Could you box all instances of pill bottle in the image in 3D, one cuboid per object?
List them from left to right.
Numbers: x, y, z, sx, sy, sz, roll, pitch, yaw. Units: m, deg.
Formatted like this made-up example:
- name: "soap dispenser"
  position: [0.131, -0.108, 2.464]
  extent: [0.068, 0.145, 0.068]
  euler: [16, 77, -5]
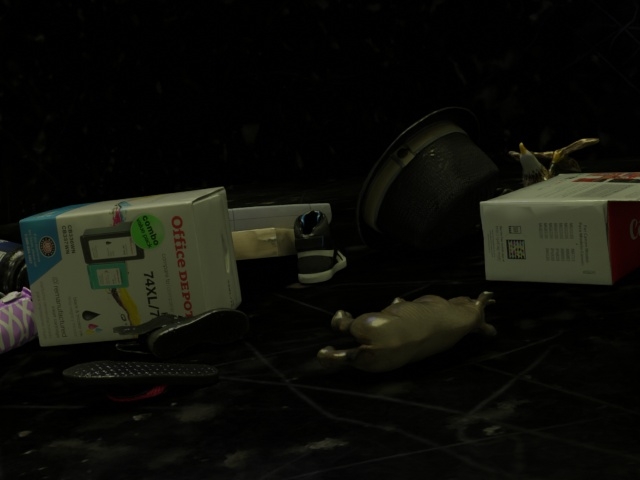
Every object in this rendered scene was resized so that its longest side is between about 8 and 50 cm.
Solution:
- name: "pill bottle"
  position: [-0.584, 0.063, 1.748]
  extent: [0.219, 0.122, 0.123]
  euler: [11, 15, 24]

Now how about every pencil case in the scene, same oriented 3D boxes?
- name: "pencil case"
  position: [-0.498, 0.132, 1.361]
  extent: [0.086, 0.088, 0.206]
  euler: [32, 25, 16]

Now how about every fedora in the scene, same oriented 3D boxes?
- name: "fedora"
  position: [0.230, -0.089, 1.821]
  extent: [0.334, 0.334, 0.152]
  euler: [-15, 44, -42]

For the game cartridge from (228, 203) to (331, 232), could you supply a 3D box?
- name: "game cartridge"
  position: [-0.138, -0.039, 1.950]
  extent: [0.297, 0.062, 0.198]
  euler: [-5, 3, -29]

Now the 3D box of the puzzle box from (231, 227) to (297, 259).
- name: "puzzle box"
  position: [-0.165, 0.014, 1.812]
  extent: [0.272, 0.052, 0.409]
  euler: [-5, -1, 10]

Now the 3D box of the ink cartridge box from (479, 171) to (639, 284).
- name: "ink cartridge box"
  position: [0.443, -0.025, 1.470]
  extent: [0.272, 0.130, 0.309]
  euler: [1, 12, 38]

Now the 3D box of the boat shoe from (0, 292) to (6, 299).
- name: "boat shoe"
  position: [-0.586, 0.121, 1.445]
  extent: [0.103, 0.118, 0.320]
  euler: [-11, 1, 3]

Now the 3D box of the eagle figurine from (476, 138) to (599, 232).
- name: "eagle figurine"
  position: [0.452, -0.098, 1.944]
  extent: [0.226, 0.225, 0.298]
  euler: [-50, 15, 38]

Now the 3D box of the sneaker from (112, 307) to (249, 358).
- name: "sneaker"
  position: [-0.191, 0.122, 1.288]
  extent: [0.170, 0.051, 0.089]
  euler: [-15, 15, -26]

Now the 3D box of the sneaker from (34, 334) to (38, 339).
- name: "sneaker"
  position: [-0.470, 0.126, 1.488]
  extent: [0.135, 0.058, 0.052]
  euler: [0, 11, 38]

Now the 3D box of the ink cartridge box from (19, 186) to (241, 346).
- name: "ink cartridge box"
  position: [-0.283, 0.036, 1.451]
  extent: [0.270, 0.198, 0.197]
  euler: [-7, 7, 10]

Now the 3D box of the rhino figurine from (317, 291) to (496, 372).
- name: "rhino figurine"
  position: [0.120, 0.100, 1.092]
  extent: [0.243, 0.073, 0.106]
  euler: [-12, 5, -36]

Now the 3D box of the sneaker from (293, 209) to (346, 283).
- name: "sneaker"
  position: [0.000, 0.000, 1.722]
  extent: [0.079, 0.121, 0.217]
  euler: [-5, 8, 7]

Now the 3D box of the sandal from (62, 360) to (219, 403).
- name: "sandal"
  position: [-0.204, 0.165, 1.077]
  extent: [0.179, 0.040, 0.067]
  euler: [5, 8, -24]
